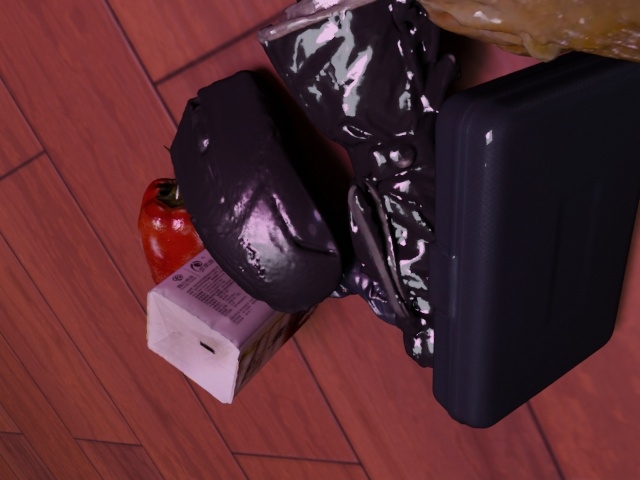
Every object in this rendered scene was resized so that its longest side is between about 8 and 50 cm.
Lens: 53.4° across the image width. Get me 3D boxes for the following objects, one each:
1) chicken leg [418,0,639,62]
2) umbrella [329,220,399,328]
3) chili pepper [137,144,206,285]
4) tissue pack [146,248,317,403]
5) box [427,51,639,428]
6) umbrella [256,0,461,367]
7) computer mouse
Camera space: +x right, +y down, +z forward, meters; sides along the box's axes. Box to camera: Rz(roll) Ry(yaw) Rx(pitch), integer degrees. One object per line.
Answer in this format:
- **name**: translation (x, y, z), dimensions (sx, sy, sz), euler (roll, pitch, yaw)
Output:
- **chicken leg**: translation (0.209, -0.128, 0.260), dimensions (0.430, 0.201, 0.152), euler (20, 86, 12)
- **umbrella**: translation (-0.001, 0.002, 0.583), dimensions (0.224, 0.080, 0.071), euler (28, 167, 24)
- **chili pepper**: translation (-0.145, -0.023, 0.657), dimensions (0.084, 0.086, 0.192), euler (54, 154, 36)
- **tissue pack**: translation (-0.079, 0.062, 0.619), dimensions (0.106, 0.149, 0.099), euler (30, 133, 17)
- **box**: translation (0.141, 0.002, 0.409), dimensions (0.050, 0.160, 0.230), euler (35, 140, 46)
- **umbrella**: translation (0.048, -0.070, 0.430), dimensions (0.113, 0.106, 0.357), euler (-4, 108, 31)
- **computer mouse**: translation (-0.061, -0.039, 0.541), dimensions (0.122, 0.073, 0.217), euler (-35, 71, 28)
